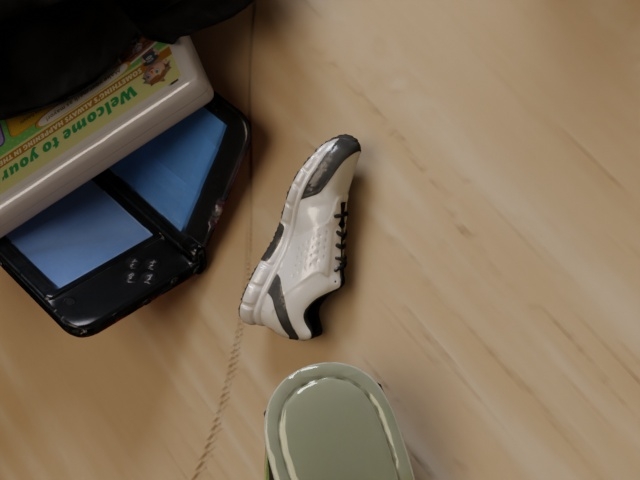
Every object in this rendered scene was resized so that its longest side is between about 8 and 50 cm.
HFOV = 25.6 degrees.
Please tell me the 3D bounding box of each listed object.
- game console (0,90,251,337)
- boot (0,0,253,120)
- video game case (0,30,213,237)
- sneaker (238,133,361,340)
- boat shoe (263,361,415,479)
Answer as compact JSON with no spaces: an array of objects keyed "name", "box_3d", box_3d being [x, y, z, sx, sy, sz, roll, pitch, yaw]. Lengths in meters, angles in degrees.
[{"name":"game console","box_3d":[-0.124,-0.039,0.758,0.144,0.124,0.085,39,147,33]},{"name":"boot","box_3d":[-0.229,-0.257,0.808,0.367,0.146,0.445,-30,66,30]},{"name":"video game case","box_3d":[-0.177,-0.094,0.786,0.212,0.023,0.193,-32,55,11]},{"name":"sneaker","box_3d":[0.000,0.000,0.699,0.043,0.040,0.109,27,106,18]},{"name":"boat shoe","box_3d":[0.023,0.170,0.644,0.081,0.069,0.228,-10,82,-5]}]
